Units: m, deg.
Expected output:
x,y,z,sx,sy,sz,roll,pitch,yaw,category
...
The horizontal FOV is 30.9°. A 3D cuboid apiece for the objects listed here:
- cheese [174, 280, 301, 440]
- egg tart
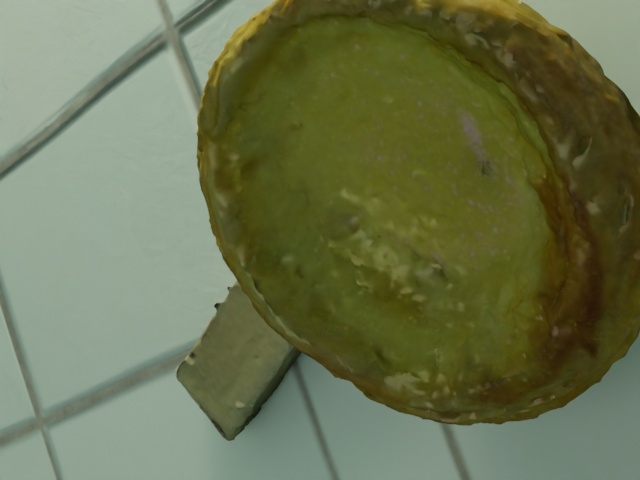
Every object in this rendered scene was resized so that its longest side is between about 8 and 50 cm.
x,y,z,sx,sy,sz,roll,pitch,yaw,category
-0.001,0.001,0.836,0.085,0.034,0.400,53,129,23,cheese
0.067,-0.032,0.682,0.294,0.123,0.294,14,119,27,egg tart
